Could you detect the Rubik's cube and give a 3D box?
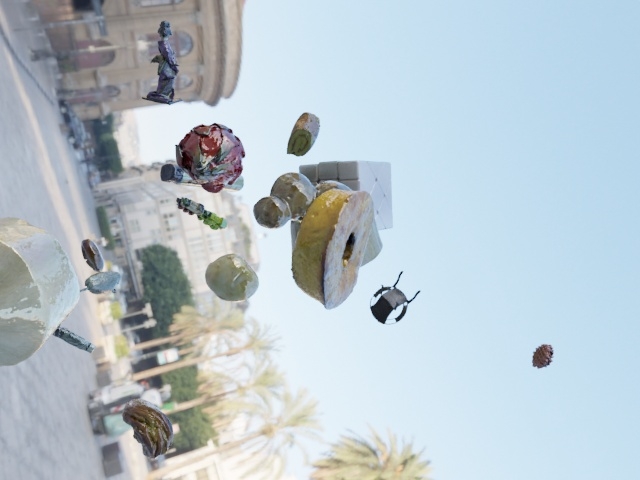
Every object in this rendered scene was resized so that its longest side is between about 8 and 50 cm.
[{"bbox_3d":[0.119,-0.195,2.725,0.316,0.322,0.318,1,-84,34],"label":"Rubik's cube"}]

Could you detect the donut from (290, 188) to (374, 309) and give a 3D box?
[{"bbox_3d":[0.028,0.014,1.477,0.110,0.303,0.302,18,-51,23],"label":"donut"}]

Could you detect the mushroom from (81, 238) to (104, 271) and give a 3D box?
[{"bbox_3d":[-0.772,0.051,2.051,0.123,0.052,0.123,42,-32,34],"label":"mushroom"}]

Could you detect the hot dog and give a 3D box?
[{"bbox_3d":[-0.577,0.618,2.020,0.272,0.122,0.196,-7,-71,62],"label":"hot dog"}]

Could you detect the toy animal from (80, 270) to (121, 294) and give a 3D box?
[{"bbox_3d":[-0.712,0.146,1.854,0.070,0.253,0.079,36,-60,21],"label":"toy animal"}]

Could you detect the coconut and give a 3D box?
[{"bbox_3d":[-0.665,0.110,1.237,0.329,0.329,0.328,166,-90,-70],"label":"coconut"}]

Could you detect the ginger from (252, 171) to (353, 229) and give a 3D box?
[{"bbox_3d":[-0.038,-0.100,1.726,0.244,0.305,0.155,-94,-170,-51],"label":"ginger"}]

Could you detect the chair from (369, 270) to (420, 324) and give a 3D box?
[{"bbox_3d":[0.321,0.269,2.714,0.174,0.149,0.213,49,-41,21],"label":"chair"}]

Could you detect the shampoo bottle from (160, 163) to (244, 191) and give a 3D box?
[{"bbox_3d":[-0.486,-0.251,2.458,0.134,0.360,0.078,-3,-94,40],"label":"shampoo bottle"}]

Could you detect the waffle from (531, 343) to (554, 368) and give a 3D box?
[{"bbox_3d":[0.657,0.343,1.792,0.083,0.029,0.075,-47,-162,59],"label":"waffle"}]

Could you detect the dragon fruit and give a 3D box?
[{"bbox_3d":[-0.353,-0.253,1.954,0.293,0.234,0.233,-94,-175,-51],"label":"dragon fruit"}]

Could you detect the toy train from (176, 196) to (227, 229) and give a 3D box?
[{"bbox_3d":[-0.491,-0.113,2.494,0.085,0.250,0.053,-10,-119,32],"label":"toy train"}]

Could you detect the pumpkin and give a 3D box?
[{"bbox_3d":[0.053,-0.048,2.156,0.332,0.333,0.198,-132,-147,-53],"label":"pumpkin"}]

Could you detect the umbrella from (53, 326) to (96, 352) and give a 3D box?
[{"bbox_3d":[-0.856,0.326,2.058,0.046,0.188,0.050,-63,-165,-13],"label":"umbrella"}]

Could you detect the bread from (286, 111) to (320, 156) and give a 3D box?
[{"bbox_3d":[-0.063,-0.412,2.353,0.172,0.103,0.131,-72,-173,-54],"label":"bread"}]

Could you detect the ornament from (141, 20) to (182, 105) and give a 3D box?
[{"bbox_3d":[-0.393,-0.453,1.546,0.081,0.088,0.202,-62,161,-75],"label":"ornament"}]

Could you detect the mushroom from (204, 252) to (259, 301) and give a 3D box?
[{"bbox_3d":[-0.235,0.100,1.603,0.112,0.148,0.147,-73,165,-56],"label":"mushroom"}]
